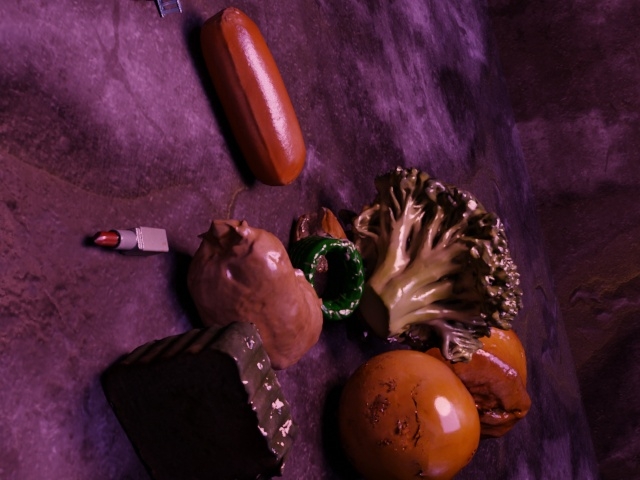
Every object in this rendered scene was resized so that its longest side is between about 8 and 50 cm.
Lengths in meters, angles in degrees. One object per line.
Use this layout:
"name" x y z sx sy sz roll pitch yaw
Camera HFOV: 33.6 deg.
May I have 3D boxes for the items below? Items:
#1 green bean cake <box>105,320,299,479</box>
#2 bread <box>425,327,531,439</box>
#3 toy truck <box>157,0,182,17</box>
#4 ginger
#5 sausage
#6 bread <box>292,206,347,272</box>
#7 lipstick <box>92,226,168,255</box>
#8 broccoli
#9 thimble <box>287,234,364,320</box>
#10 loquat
"green bean cake" -0.129 0.186 1.208 0.181 0.173 0.094 67 24 -19
"bread" 0.336 0.270 2.190 0.340 0.179 0.194 59 29 -36
"toy truck" -0.218 -0.346 1.439 0.090 0.056 0.073 56 23 -64
"ginger" -0.086 0.078 1.405 0.267 0.138 0.152 56 28 -48
"sausage" -0.098 -0.211 1.572 0.274 0.105 0.105 68 25 -20
"bread" -0.002 0.000 1.715 0.083 0.077 0.070 55 20 -38
"lipstick" -0.229 0.000 1.257 0.129 0.030 0.030 6 73 -66
"broccoli" 0.171 0.046 1.786 0.334 0.272 0.324 111 -35 -42
"thimble" 0.004 0.055 1.626 0.118 0.090 0.130 17 86 -31
"loquat" 0.137 0.287 1.686 0.235 0.235 0.235 42 41 -53
